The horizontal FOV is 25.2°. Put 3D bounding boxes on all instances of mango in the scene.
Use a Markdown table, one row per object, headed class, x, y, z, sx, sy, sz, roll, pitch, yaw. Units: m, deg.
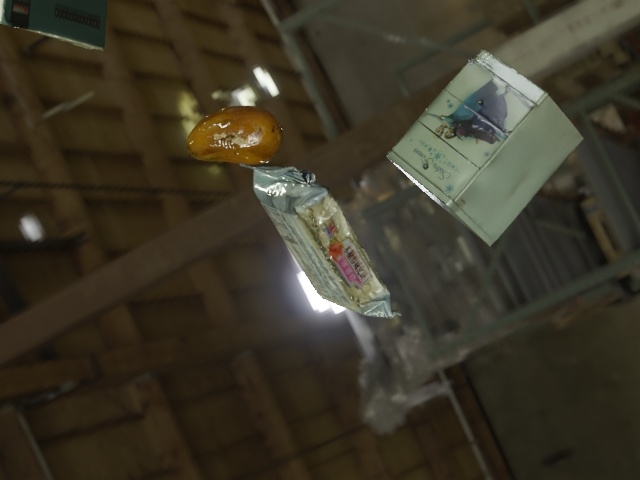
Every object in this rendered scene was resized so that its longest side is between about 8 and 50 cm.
| class | x | y | z | sx | sy | sz | roll | pitch | yaw |
| --- | --- | --- | --- | --- | --- | --- | --- | --- | --- |
| mango | -0.140 | -0.176 | 2.340 | 0.084 | 0.159 | 0.105 | 88 | -174 | -62 |

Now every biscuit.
| class | x | y | z | sx | sy | sz | roll | pitch | yaw |
| --- | --- | --- | --- | --- | --- | --- | --- | --- | --- |
| biscuit | 0.002 | 0.000 | 2.262 | 0.186 | 0.079 | 0.309 | 16 | 143 | 56 |

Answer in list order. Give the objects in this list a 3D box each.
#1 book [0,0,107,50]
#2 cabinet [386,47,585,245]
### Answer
| class | x | y | z | sx | sy | sz | roll | pitch | yaw |
| --- | --- | --- | --- | --- | --- | --- | --- | --- | --- |
| book | -0.331 | -0.442 | 1.808 | 0.264 | 0.031 | 0.379 | -3 | -84 | -70 |
| cabinet | 0.233 | -0.133 | 2.021 | 0.145 | 0.206 | 0.150 | 43 | -176 | 41 |
